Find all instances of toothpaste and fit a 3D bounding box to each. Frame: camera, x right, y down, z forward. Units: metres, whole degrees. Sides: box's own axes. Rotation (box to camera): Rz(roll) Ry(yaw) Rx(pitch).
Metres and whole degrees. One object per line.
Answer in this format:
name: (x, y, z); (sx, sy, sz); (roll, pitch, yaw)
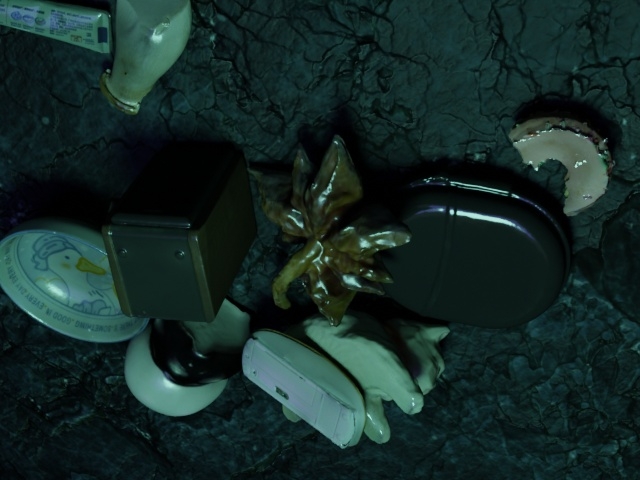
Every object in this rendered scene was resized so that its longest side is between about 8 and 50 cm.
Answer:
toothpaste: (-0.436, -0.336, 1.447); (0.268, 0.047, 0.069); (14, 109, 3)

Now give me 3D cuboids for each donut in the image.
donut: (0.346, -0.122, 1.359); (0.117, 0.065, 0.166); (-30, 113, 33)

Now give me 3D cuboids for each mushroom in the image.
mushroom: (-0.250, -0.278, 1.414); (0.116, 0.093, 0.225); (36, 138, 13)

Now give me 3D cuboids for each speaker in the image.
speaker: (-0.206, -0.013, 1.494); (0.153, 0.231, 0.193); (3, 126, 15)

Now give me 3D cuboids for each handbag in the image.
handbag: (0.222, 0.016, 1.477); (0.307, 0.093, 0.254); (11, 128, 9)

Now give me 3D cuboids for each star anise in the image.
star anise: (0.001, -0.002, 1.467); (0.349, 0.109, 0.293); (-9, 98, 52)

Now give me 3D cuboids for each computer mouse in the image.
computer mouse: (-0.023, 0.232, 1.575); (0.245, 0.056, 0.126); (31, 131, 23)

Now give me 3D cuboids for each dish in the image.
dish: (-0.393, 0.036, 1.647); (0.273, 0.134, 0.273); (11, 139, 10)

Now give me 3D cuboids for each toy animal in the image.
toy animal: (-0.237, 0.200, 1.701); (0.187, 0.165, 0.235); (34, 129, -7)
toy animal: (0.062, 0.208, 1.648); (0.266, 0.188, 0.308); (41, 140, 12)
